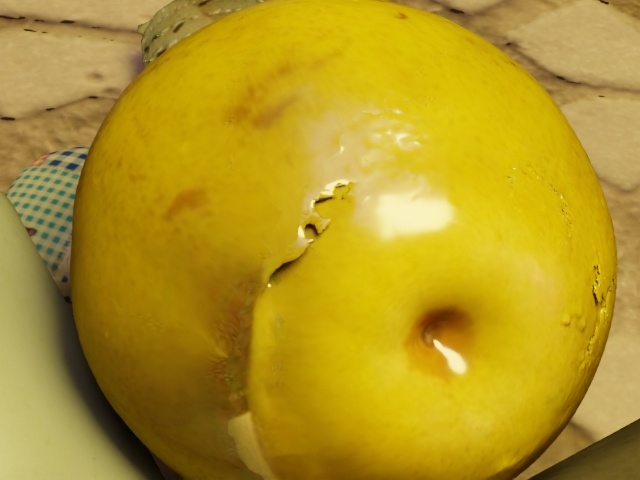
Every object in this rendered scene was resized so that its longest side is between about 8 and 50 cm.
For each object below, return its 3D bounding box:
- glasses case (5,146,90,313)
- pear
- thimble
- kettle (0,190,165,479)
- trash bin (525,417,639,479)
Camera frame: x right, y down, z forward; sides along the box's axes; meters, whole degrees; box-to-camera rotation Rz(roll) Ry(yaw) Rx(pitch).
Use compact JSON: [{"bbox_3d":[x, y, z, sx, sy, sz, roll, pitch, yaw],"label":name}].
[{"bbox_3d":[-0.048,0.019,1.108,0.327,0.076,0.125,14,48,5],"label":"glasses case"},{"bbox_3d":[0.004,0.013,0.910,0.285,0.336,0.284,1,85,-10],"label":"pear"},{"bbox_3d":[-0.074,-0.133,1.232,0.110,0.084,0.062,-3,50,-13],"label":"thimble"},{"bbox_3d":[-0.204,0.135,0.882,0.265,0.205,0.318,15,34,-54],"label":"kettle"},{"bbox_3d":[0.230,0.173,0.929,0.302,0.203,0.252,-23,76,-24],"label":"trash bin"}]
